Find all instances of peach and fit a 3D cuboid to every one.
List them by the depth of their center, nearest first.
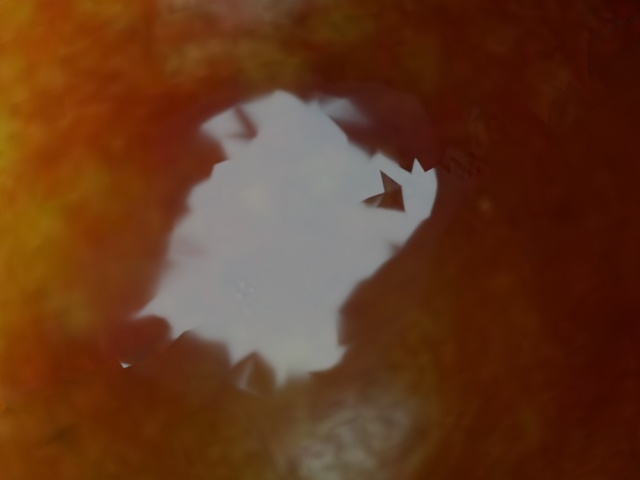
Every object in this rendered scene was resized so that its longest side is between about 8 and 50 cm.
[{"bbox_3d":[0.000,0.000,0.544,0.370,0.370,0.370,0,93,-1],"label":"peach"}]
